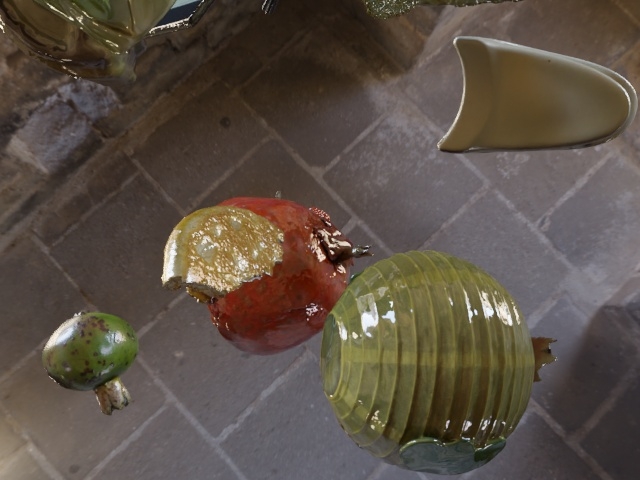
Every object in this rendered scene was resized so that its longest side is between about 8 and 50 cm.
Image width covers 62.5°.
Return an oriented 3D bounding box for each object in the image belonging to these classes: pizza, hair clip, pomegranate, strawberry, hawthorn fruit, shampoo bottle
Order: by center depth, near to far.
[{"bbox_3d":[-0.121,0.015,0.661,0.058,0.246,0.127,-35,99,27],"label":"pizza"},{"bbox_3d":[0.336,-0.210,0.802,0.282,0.113,0.172,9,108,16],"label":"hair clip"},{"bbox_3d":[-0.057,0.052,0.887,0.308,0.276,0.275,-10,81,16],"label":"hawthorn fruit"},{"bbox_3d":[-0.091,-0.572,1.171,0.027,0.048,0.137,20,121,-23],"label":"shampoo bottle"},{"bbox_3d":[-0.516,0.282,1.217,0.202,0.202,0.247,-22,89,-5],"label":"pomegranate"},{"bbox_3d":[-0.009,-0.057,1.461,0.083,0.073,0.073,-8,81,-24],"label":"strawberry"}]

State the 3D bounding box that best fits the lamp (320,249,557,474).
[{"bbox_3d":[0.142,0.132,0.612,0.285,0.250,0.250,2,81,-13],"label":"lamp"}]

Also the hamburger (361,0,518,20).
[{"bbox_3d":[0.158,-0.392,0.654,0.309,0.132,0.211,-14,57,-8],"label":"hamburger"}]

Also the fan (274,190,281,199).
[{"bbox_3d":[-0.163,-0.050,1.741,0.008,0.152,0.226,11,47,14],"label":"fan"}]

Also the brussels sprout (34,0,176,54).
[{"bbox_3d":[-0.231,-0.323,0.492,0.210,0.219,0.271,-33,112,-2],"label":"brussels sprout"}]

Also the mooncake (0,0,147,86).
[{"bbox_3d":[-0.400,-0.492,0.978,0.394,0.246,0.393,-20,96,1],"label":"mooncake"}]

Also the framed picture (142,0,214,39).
[{"bbox_3d":[-0.135,-0.415,0.728,0.016,0.265,0.347,40,76,-38],"label":"framed picture"}]
